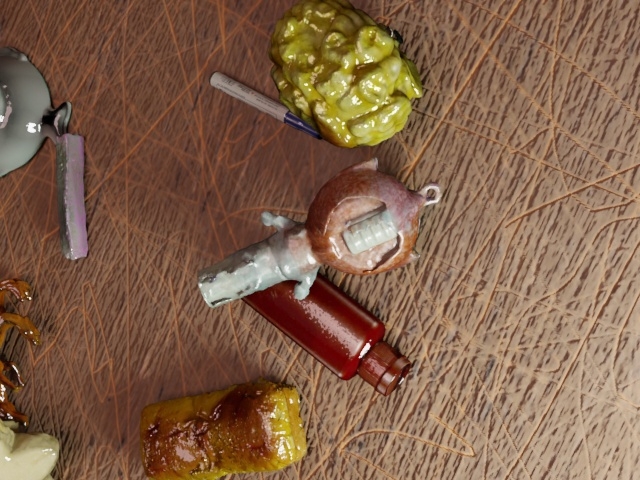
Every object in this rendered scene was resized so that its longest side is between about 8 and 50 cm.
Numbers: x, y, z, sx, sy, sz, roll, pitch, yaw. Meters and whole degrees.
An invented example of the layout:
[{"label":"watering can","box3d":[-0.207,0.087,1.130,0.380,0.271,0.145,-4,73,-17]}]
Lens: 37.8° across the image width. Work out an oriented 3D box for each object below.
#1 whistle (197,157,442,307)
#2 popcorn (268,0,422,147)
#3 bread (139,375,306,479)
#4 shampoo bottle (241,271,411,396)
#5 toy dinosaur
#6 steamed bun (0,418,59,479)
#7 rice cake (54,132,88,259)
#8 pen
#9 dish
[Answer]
[{"label":"whistle","box3d":[0.000,0.000,1.241,0.346,0.142,0.134,-23,36,9]},{"label":"popcorn","box3d":[0.032,-0.220,1.221,0.169,0.189,0.218,-46,65,12]},{"label":"bread","box3d":[-0.151,0.280,1.372,0.271,0.077,0.139,-14,82,29]},{"label":"shampoo bottle","box3d":[0.008,0.114,1.297,0.260,0.064,0.102,37,100,21]},{"label":"toy dinosaur","box3d":[-0.573,0.138,1.529,0.208,0.097,0.432,-31,107,-1]},{"label":"steamed bun","box3d":[-0.551,0.392,1.503,0.292,0.137,0.295,-42,116,-1]},{"label":"rice cake","box3d":[-0.402,-0.071,1.511,0.036,0.047,0.207,-4,87,42]},{"label":"pen","box3d":[-0.078,-0.197,1.359,0.204,0.025,0.025,30,103,22]},{"label":"dish","box3d":[-0.537,-0.214,1.557,0.246,0.078,0.224,13,95,26]}]
